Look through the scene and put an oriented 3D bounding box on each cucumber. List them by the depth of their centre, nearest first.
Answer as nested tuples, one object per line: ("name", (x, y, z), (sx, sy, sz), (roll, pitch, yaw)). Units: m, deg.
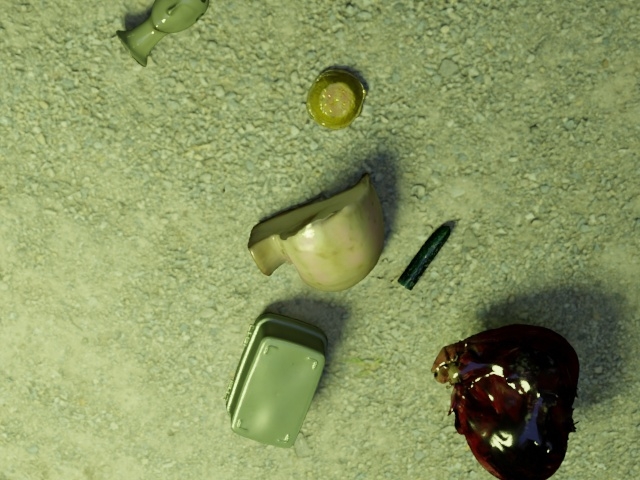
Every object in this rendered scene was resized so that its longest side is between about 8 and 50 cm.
("cucumber", (0.185, 0.027, 1.637), (0.032, 0.032, 0.133), (33, 100, -12))

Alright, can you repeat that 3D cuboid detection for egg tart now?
("egg tart", (0.026, -0.234, 1.552), (0.105, 0.039, 0.105), (-1, 103, -4))

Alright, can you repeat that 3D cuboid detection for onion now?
("onion", (0.334, 0.280, 1.604), (0.280, 0.221, 0.281), (5, 78, -26))

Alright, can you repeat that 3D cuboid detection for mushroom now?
("mushroom", (0.014, 0.024, 1.554), (0.236, 0.162, 0.173), (-24, 104, 3))

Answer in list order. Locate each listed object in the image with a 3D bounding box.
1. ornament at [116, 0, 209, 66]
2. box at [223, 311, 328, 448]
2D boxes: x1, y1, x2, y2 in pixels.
("ornament", (-0.244, -0.352, 1.477), (0.156, 0.081, 0.075), (-37, 101, 9))
("box", (-0.077, 0.241, 1.618), (0.147, 0.129, 0.210), (19, 103, -8))
